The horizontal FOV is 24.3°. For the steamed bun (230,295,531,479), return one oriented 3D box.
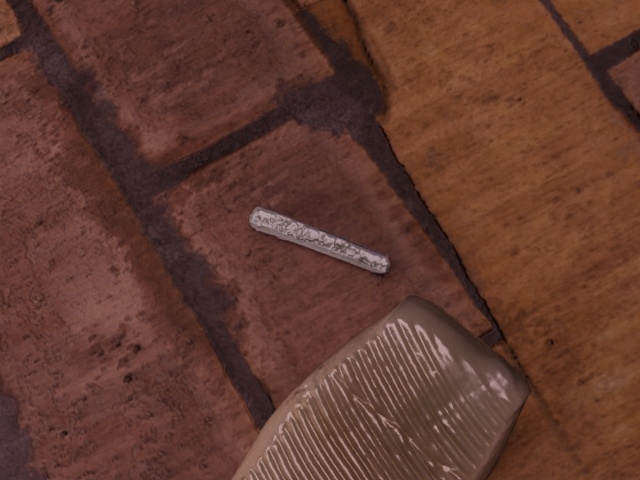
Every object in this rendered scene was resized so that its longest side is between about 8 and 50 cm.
[{"bbox_3d":[0.063,0.266,1.805,0.247,0.236,0.383,40,80,8],"label":"steamed bun"}]

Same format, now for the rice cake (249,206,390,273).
[{"bbox_3d":[0.000,0.000,2.031,0.207,0.033,0.033,20,79,10],"label":"rice cake"}]
